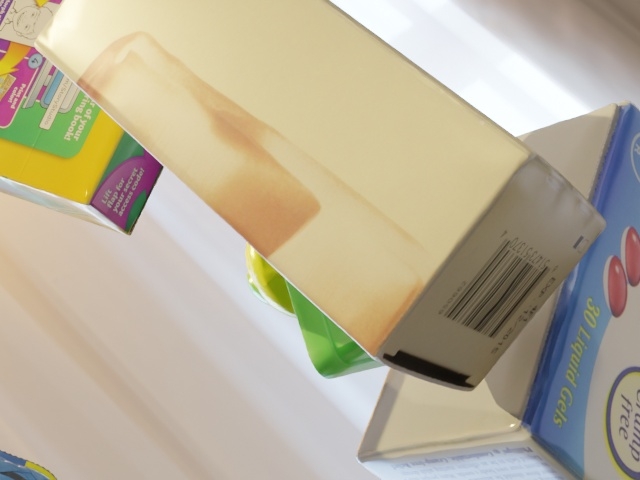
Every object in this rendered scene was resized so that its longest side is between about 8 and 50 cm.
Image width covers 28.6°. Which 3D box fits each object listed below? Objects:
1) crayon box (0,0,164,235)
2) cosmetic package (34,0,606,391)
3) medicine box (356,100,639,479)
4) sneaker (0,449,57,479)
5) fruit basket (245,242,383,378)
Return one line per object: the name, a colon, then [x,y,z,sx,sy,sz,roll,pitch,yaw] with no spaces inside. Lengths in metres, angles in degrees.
crayon box: [-0.283,-0.221,1.447,0.363,0.313,0.106,-66,-27,-12]
cosmetic package: [-0.004,-0.061,0.711,0.129,0.296,0.153,-52,-30,7]
medicine box: [0.205,0.104,0.862,0.149,0.289,0.263,-18,39,47]
sneaker: [-0.383,0.261,1.363,0.069,0.209,0.082,-63,13,17]
fruit basket: [0.000,0.000,1.650,0.283,0.392,0.392,-4,-46,-58]
